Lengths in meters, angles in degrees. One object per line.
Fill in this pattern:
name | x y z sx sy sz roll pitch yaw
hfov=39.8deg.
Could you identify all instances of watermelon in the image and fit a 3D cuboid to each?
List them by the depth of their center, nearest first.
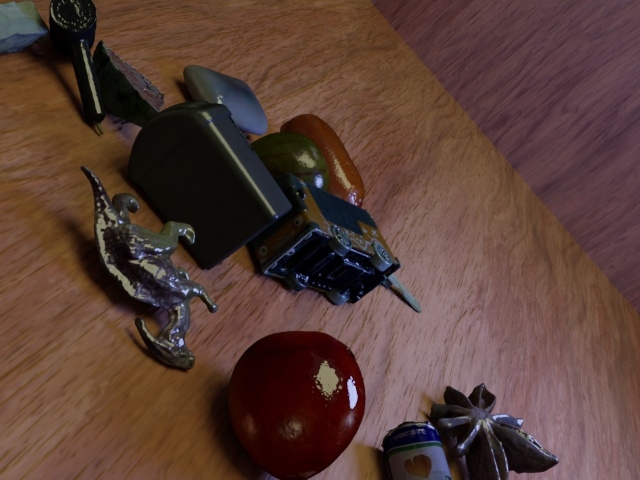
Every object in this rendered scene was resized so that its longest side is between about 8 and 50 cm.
watermelon | -0.311 -0.239 1.460 0.187 0.071 0.139 51 15 21

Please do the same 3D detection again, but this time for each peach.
peach | -0.029 0.217 1.154 0.197 0.197 0.197 40 26 -23

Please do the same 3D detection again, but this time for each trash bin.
trash bin | -0.176 -0.095 1.346 0.236 0.177 0.101 53 23 -1

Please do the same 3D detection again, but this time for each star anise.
star anise | 0.295 0.359 1.594 0.199 0.110 0.257 -3 37 -33

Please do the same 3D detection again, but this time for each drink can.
drink can | 0.159 0.392 1.322 0.097 0.097 0.235 34 28 -33

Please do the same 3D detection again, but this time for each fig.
fig | -0.115 -0.126 1.619 0.260 0.151 0.151 -1 48 -22

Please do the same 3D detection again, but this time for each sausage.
sausage | -0.001 -0.153 1.805 0.133 0.133 0.258 14 44 -54

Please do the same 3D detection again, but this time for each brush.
brush | 0.155 0.096 1.840 0.178 0.030 0.033 48 14 -33

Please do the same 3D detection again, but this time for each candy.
candy | -0.182 -0.274 1.724 0.174 0.071 0.138 6 49 -57

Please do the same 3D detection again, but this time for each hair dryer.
hair dryer | -0.368 -0.268 1.378 0.124 0.072 0.219 147 -72 -72

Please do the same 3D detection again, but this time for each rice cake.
rice cake | -0.485 -0.288 1.223 0.066 0.063 0.336 58 21 -8

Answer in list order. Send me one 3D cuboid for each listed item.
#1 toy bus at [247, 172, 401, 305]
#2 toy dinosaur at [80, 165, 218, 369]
toy bus | 0.000 0.000 1.565 0.275 0.138 0.167 21 36 -51
toy dinosaur | -0.227 0.031 1.188 0.294 0.077 0.162 53 24 5
